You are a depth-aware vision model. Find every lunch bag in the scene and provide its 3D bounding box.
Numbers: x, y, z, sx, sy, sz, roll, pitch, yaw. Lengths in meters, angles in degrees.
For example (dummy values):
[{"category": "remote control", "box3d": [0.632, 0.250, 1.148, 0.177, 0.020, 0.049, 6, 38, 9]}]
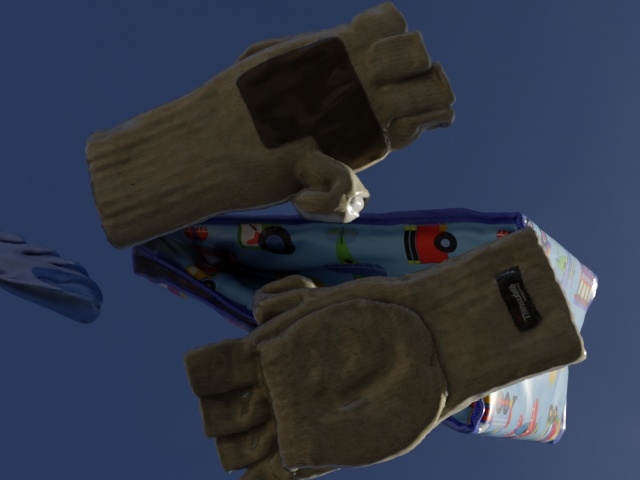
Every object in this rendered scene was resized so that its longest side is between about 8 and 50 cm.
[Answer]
[{"category": "lunch bag", "box3d": [0.023, 0.040, 0.728, 0.293, 0.221, 0.138, 12, -96, 28]}]

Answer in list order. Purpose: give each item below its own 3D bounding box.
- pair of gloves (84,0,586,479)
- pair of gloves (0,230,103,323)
[{"category": "pair of gloves", "box3d": [0.000, 0.000, 0.538, 0.204, 0.042, 0.240, -28, -107, 3]}, {"category": "pair of gloves", "box3d": [-0.200, -0.017, 0.529, 0.198, 0.159, 0.023, 31, -90, 23]}]
